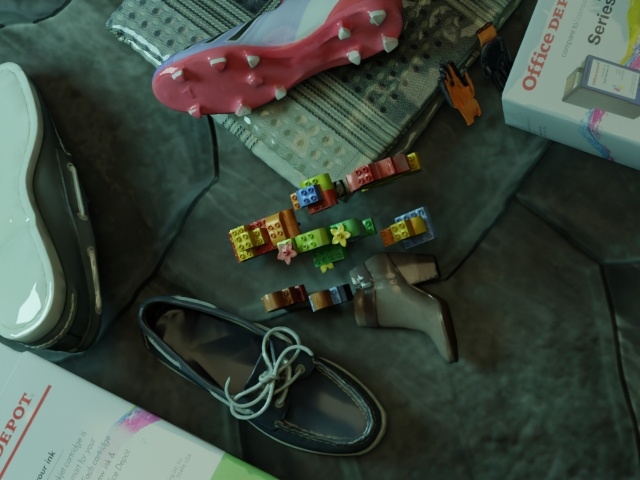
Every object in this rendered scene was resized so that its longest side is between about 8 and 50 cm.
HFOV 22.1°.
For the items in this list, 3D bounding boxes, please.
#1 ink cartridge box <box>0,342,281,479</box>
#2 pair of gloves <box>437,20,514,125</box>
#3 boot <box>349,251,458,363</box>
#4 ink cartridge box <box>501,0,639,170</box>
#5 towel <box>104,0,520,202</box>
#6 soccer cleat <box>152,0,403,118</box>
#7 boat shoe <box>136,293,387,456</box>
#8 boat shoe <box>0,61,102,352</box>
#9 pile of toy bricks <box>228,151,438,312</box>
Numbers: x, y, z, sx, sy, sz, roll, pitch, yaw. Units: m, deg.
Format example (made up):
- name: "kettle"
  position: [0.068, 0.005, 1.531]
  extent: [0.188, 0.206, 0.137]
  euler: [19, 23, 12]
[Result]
- name: "ink cartridge box"
  position: [-0.217, 0.241, 1.497]
  extent: [0.353, 0.119, 0.207]
  euler: [26, 81, 13]
- name: "pair of gloves"
  position: [0.149, -0.159, 1.563]
  extent: [0.083, 0.074, 0.010]
  euler: [-42, 33, -15]
- name: "boot"
  position: [0.076, 0.067, 1.538]
  extent: [0.087, 0.042, 0.118]
  euler: [-15, 74, 11]
- name: "ink cartridge box"
  position: [0.292, -0.155, 1.526]
  extent: [0.212, 0.093, 0.154]
  euler: [20, 81, 14]
- name: "towel"
  position: [0.003, -0.230, 1.617]
  extent: [0.324, 0.056, 0.312]
  euler: [38, 82, 17]
- name: "soccer cleat"
  position: [-0.041, -0.188, 1.551]
  extent: [0.248, 0.083, 0.095]
  euler: [-19, 43, 7]
- name: "boat shoe"
  position: [-0.057, 0.121, 1.521]
  extent: [0.254, 0.079, 0.095]
  euler: [32, 83, 14]
- name: "boat shoe"
  position: [-0.278, -0.029, 1.585]
  extent: [0.116, 0.099, 0.319]
  euler: [-31, 55, 21]
- name: "pile of toy bricks"
  position: [0.000, 0.000, 1.488]
  extent: [0.212, 0.105, 0.118]
  euler: [-22, 85, 27]
